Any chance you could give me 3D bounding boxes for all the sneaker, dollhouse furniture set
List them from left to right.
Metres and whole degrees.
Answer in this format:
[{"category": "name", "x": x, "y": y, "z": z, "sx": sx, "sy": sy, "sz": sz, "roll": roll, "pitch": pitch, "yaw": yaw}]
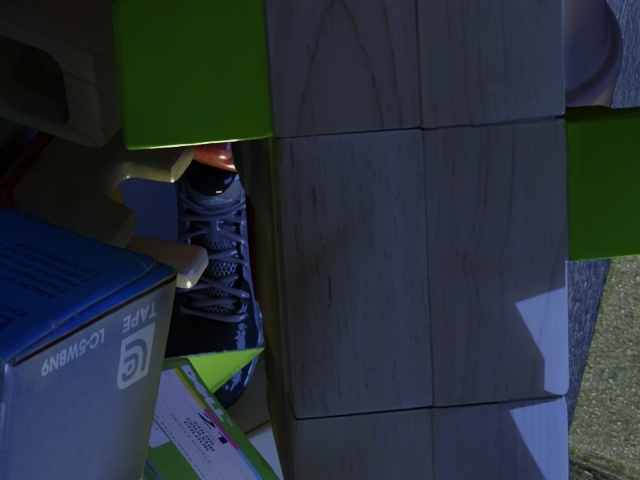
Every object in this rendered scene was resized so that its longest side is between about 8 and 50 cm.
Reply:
[{"category": "dollhouse furniture set", "x": -0.119, "y": -0.148, "z": 0.656, "sx": 0.201, "sy": 0.152, "sz": 0.374, "roll": -56, "pitch": 157, "yaw": -35}, {"category": "sneaker", "x": -0.077, "y": -0.002, "z": 0.939, "sx": 0.132, "sy": 0.086, "sz": 0.228, "roll": 114, "pitch": -23, "yaw": -81}]

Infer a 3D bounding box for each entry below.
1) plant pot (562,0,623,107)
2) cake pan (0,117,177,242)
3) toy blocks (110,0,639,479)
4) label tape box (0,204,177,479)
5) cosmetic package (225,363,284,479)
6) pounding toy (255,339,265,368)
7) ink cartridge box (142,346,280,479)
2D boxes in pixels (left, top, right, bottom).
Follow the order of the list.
[{"category": "plant pot", "x": 0.109, "y": -0.213, "z": 1.046, "sx": 0.263, "sy": 0.263, "sz": 0.229, "roll": -52, "pitch": 157, "yaw": -42}, {"category": "cake pan", "x": -0.171, "y": 0.034, "z": 0.812, "sx": 0.293, "sy": 0.054, "sz": 0.293, "roll": -48, "pitch": 147, "yaw": -47}, {"category": "toy blocks", "x": 0.017, "y": -0.064, "z": 0.583, "sx": 0.261, "sy": 0.191, "sz": 0.381, "roll": -119, "pitch": -156, "yaw": -76}, {"category": "label tape box", "x": -0.206, "y": 0.134, "z": 0.556, "sx": 0.106, "sy": 0.241, "sz": 0.333, "roll": -35, "pitch": 140, "yaw": -60}, {"category": "cosmetic package", "x": -0.026, "y": 0.181, "z": 1.032, "sx": 0.309, "sy": 0.113, "sz": 0.160, "roll": -22, "pitch": 108, "yaw": -48}, {"category": "pounding toy", "x": -0.041, "y": 0.164, "z": 1.256, "sx": 0.183, "sy": 0.110, "sz": 0.236, "roll": -28, "pitch": 135, "yaw": -64}, {"category": "ink cartridge box", "x": -0.108, "y": 0.152, "z": 0.754, "sx": 0.189, "sy": 0.097, "sz": 0.255, "roll": -43, "pitch": 168, "yaw": 13}]
